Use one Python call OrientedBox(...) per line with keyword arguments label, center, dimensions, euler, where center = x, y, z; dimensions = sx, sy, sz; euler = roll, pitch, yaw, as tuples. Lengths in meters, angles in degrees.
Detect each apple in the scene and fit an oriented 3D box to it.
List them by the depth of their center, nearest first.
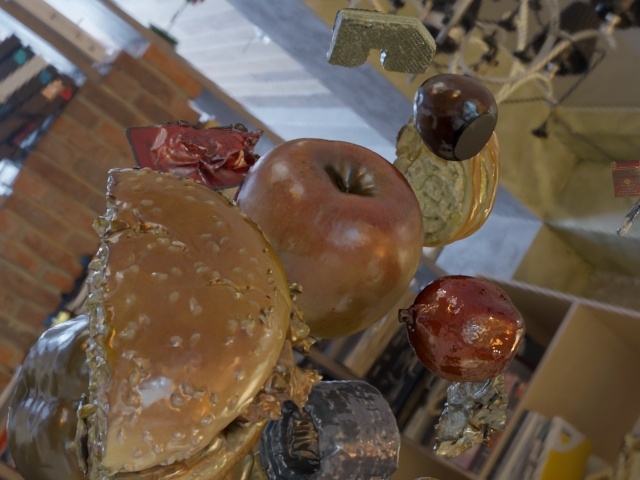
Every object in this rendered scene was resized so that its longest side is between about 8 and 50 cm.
OrientedBox(label="apple", center=(0.000, 0.000, 1.531), dimensions=(0.339, 0.305, 0.338), euler=(18, 36, -14))

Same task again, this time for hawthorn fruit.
OrientedBox(label="hawthorn fruit", center=(0.207, 0.136, 1.387), dimensions=(0.188, 0.168, 0.169), euler=(6, -1, -20))

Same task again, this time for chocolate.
OrientedBox(label="chocolate", center=(0.258, -0.247, 1.777), dimensions=(0.177, 0.176, 0.177), euler=(31, -10, 6))

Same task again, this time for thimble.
OrientedBox(label="thimble", center=(0.011, 0.347, 1.568), dimensions=(0.172, 0.205, 0.236), euler=(5, 19, -32))

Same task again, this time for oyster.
OrientedBox(label="oyster", center=(0.346, 0.361, 2.048), dimensions=(0.133, 0.198, 0.337), euler=(40, -42, 28))

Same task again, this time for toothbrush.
OrientedBox(label="toothbrush", center=(0.550, -0.079, 1.523), dimensions=(0.026, 0.288, 0.024), euler=(32, -46, 20))

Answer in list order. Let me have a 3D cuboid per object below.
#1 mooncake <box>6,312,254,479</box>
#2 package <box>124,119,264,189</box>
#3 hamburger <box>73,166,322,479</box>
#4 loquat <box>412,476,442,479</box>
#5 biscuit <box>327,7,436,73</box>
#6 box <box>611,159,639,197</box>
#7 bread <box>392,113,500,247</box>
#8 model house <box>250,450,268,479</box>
OrientedBox(label="mooncake", center=(-0.342, 0.336, 1.742), dimensions=(0.467, 0.466, 0.262), euler=(37, -22, -29))
OrientedBox(label="package", center=(-0.211, -0.160, 1.698), dimensions=(0.270, 0.071, 0.194), euler=(-5, 42, -30))
OrientedBox(label="hamburger", center=(-0.145, 0.098, 1.098), dimensions=(0.287, 0.268, 0.445), euler=(1, 40, -16))
OrientedBox(label="loquat", center=(0.170, 0.490, 1.455), dimensions=(0.176, 0.234, 0.187), euler=(-12, -43, 21))
OrientedBox(label="biscuit", center=(0.144, -0.445, 2.059), dimensions=(0.250, 0.046, 0.147), euler=(3, -39, -16))
OrientedBox(label="box", center=(0.585, -0.117, 1.736), dimensions=(0.052, 0.023, 0.082), euler=(-2, -42, 22))
OrientedBox(label="bread", center=(0.306, -0.136, 2.083), dimensions=(0.211, 0.315, 0.270), euler=(25, 20, 38))
OrientedBox(label="model house", center=(-0.058, 0.536, 1.984), dimensions=(0.174, 0.234, 0.193), euler=(-51, -124, 47))
